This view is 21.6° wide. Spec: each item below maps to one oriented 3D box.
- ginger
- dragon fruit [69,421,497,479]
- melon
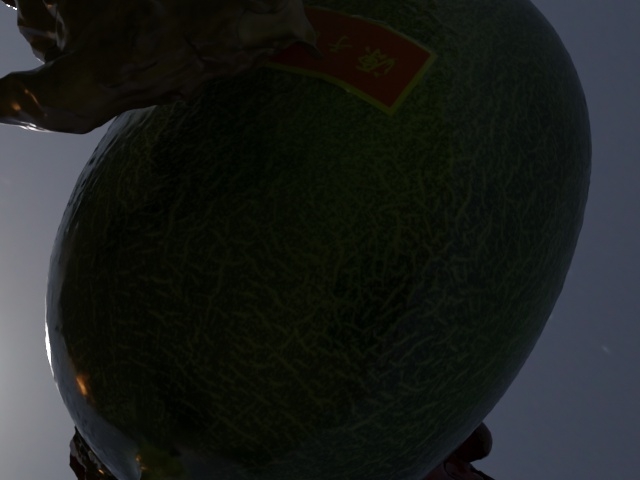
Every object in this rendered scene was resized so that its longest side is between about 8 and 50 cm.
[{"bbox_3d":[-0.080,-0.153,0.601,0.122,0.084,0.290,-25,-130,8],"label":"ginger"},{"bbox_3d":[-0.003,0.130,0.917,0.273,0.218,0.198,43,-116,9],"label":"dragon fruit"},{"bbox_3d":[0.000,0.000,0.632,0.182,0.182,0.287,-2,-144,31],"label":"melon"}]
